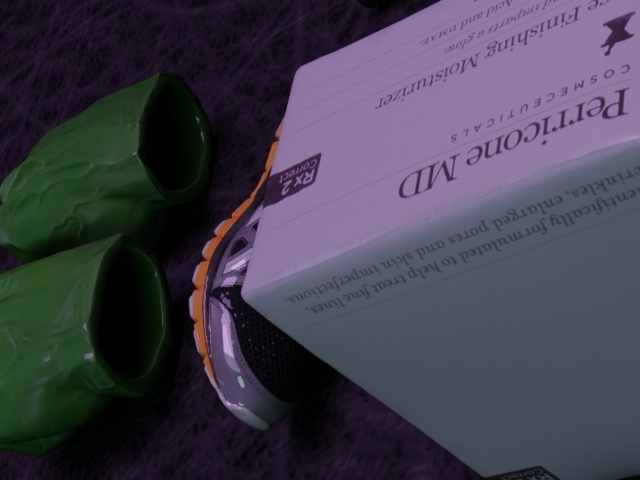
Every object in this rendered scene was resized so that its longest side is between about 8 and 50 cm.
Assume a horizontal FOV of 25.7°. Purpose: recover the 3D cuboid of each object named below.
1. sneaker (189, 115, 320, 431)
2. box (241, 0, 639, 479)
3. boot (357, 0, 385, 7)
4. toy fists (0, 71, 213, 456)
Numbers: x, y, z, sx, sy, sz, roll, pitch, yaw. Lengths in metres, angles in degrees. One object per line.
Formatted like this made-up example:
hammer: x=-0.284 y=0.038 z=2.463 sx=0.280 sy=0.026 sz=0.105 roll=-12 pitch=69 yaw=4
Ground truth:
sneaker: x=0.000 y=0.000 z=0.746 sx=0.083 sy=0.084 sz=0.215 roll=-9 pitch=51 yaw=41
box: x=0.102 y=-0.004 z=0.529 sx=0.181 sy=0.182 sz=0.119 roll=-22 pitch=43 yaw=38
boot: x=0.064 y=-0.212 z=0.902 sx=0.099 sy=0.045 sz=0.121 roll=-25 pitch=49 yaw=39
toy fists: x=-0.156 y=0.014 z=0.914 sx=0.142 sy=0.096 sz=0.279 roll=-18 pitch=44 yaw=27
